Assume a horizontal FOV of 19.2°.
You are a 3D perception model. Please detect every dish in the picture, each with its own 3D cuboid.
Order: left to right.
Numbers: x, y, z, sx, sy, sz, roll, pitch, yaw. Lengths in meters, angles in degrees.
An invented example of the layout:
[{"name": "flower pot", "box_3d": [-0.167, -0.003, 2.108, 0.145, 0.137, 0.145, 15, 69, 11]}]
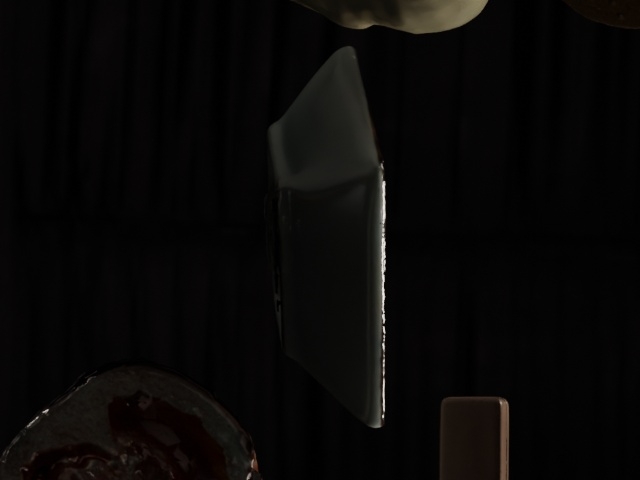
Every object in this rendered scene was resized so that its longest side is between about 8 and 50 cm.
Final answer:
[{"name": "dish", "box_3d": [0.000, 0.000, 1.424, 0.080, 0.243, 0.182, -4, -145, -5]}]

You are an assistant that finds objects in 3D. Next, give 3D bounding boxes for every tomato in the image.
[{"name": "tomato", "box_3d": [-0.161, 0.210, 1.443, 0.214, 0.181, 0.155, -31, 164, -35]}]

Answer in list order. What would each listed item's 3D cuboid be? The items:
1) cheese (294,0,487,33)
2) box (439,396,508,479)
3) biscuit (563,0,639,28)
[{"name": "cheese", "box_3d": [0.031, -0.210, 0.883, 0.251, 0.174, 0.248, 29, -132, 33]}, {"name": "box", "box_3d": [0.106, 0.166, 1.316, 0.048, 0.115, 0.025, -3, 169, 22]}, {"name": "biscuit", "box_3d": [0.247, -0.257, 1.424, 0.208, 0.181, 0.049, -41, -179, 39]}]
